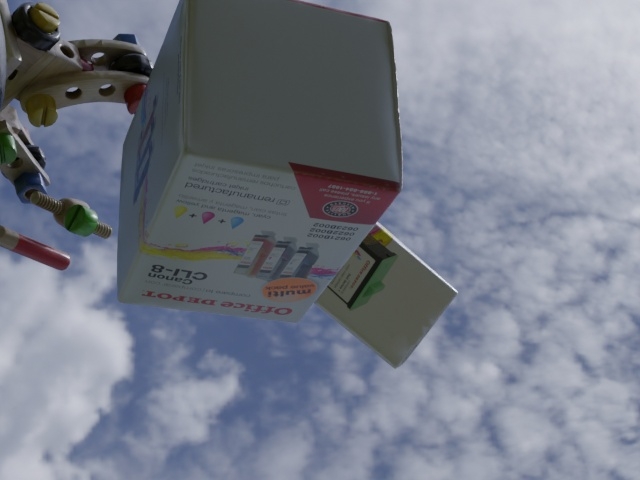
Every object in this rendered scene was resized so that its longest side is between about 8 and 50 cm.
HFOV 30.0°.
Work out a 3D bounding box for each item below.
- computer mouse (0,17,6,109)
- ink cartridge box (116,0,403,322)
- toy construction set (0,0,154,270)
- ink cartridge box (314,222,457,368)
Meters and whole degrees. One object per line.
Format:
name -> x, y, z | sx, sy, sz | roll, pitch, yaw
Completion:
computer mouse -> -0.228, -0.158, 0.635 | 0.272, 0.072, 0.188 | 63, -27, 10
ink cartridge box -> -0.044, -0.046, 0.730 | 0.176, 0.128, 0.127 | 125, -32, -54
toy construction set -> -0.358, -0.144, 1.414 | 0.257, 0.237, 0.309 | -10, -112, 31
ink cartridge box -> 0.000, 0.000, 1.373 | 0.278, 0.201, 0.117 | 40, -89, -17
